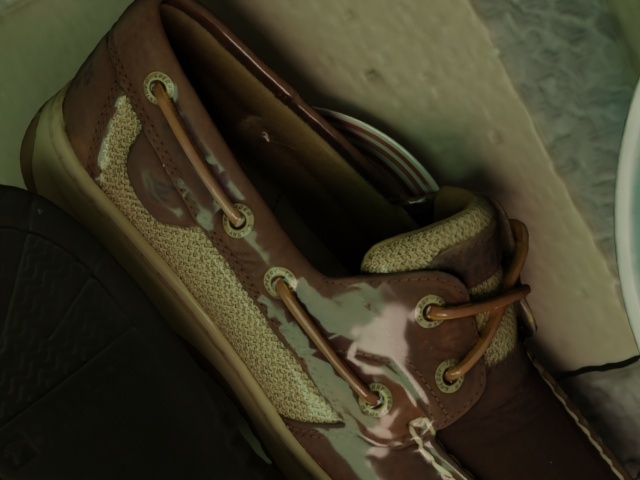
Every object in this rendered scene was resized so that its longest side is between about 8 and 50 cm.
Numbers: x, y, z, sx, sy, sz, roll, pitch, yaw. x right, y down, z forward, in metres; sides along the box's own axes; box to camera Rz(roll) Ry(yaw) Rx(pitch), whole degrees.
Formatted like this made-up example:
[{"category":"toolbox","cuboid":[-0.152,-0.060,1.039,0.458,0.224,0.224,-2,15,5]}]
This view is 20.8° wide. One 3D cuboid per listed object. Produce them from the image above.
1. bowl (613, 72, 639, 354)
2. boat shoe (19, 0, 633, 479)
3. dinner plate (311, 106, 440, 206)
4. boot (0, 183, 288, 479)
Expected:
[{"category":"bowl","cuboid":[0.268,-0.032,0.594,0.311,0.163,0.312,10,122,17]},{"category":"boat shoe","cuboid":[0.030,0.029,0.734,0.342,0.123,0.123,44,126,2]},{"category":"dinner plate","cuboid":[0.000,0.000,0.808,0.141,0.017,0.141,9,120,16]},{"category":"boot","cuboid":[-0.089,0.173,0.784,0.377,0.138,0.284,53,156,1]}]
